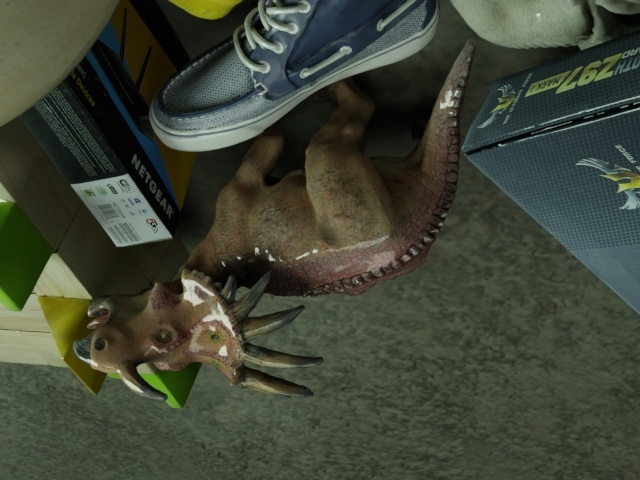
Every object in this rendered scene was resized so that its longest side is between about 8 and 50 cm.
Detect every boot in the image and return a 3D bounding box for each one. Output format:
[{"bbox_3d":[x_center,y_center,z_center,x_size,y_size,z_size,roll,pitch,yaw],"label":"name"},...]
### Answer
[{"bbox_3d":[-0.024,-0.124,0.666,0.190,0.069,0.086,-27,151,-1],"label":"boot"}]

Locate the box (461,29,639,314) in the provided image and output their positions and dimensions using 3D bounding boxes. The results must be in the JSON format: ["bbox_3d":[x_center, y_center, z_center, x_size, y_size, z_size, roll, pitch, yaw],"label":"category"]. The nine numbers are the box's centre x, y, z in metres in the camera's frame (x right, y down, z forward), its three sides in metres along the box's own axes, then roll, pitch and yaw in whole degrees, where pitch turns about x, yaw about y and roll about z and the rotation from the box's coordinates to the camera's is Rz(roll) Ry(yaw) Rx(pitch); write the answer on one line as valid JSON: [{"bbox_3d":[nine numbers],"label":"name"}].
[{"bbox_3d":[0.217,-0.015,0.601,0.233,0.059,0.183,40,154,-24],"label":"box"}]

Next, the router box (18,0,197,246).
[{"bbox_3d":[-0.134,-0.103,0.698,0.046,0.133,0.179,-9,137,20],"label":"router box"}]

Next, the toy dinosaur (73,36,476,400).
[{"bbox_3d":[0.000,0.000,0.735,0.296,0.200,0.127,-27,127,26],"label":"toy dinosaur"}]

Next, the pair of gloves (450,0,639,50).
[{"bbox_3d":[0.172,-0.138,0.593,0.240,0.042,0.204,8,166,26],"label":"pair of gloves"}]

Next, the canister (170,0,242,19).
[{"bbox_3d":[-0.050,-0.213,0.603,0.126,0.073,0.170,30,134,-24],"label":"canister"}]

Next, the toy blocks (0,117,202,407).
[{"bbox_3d":[-0.269,-0.031,0.799,0.261,0.190,0.381,1,141,26],"label":"toy blocks"}]

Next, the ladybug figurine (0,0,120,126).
[{"bbox_3d":[-0.307,-0.174,0.538,0.450,0.162,0.305,5,107,19],"label":"ladybug figurine"}]
